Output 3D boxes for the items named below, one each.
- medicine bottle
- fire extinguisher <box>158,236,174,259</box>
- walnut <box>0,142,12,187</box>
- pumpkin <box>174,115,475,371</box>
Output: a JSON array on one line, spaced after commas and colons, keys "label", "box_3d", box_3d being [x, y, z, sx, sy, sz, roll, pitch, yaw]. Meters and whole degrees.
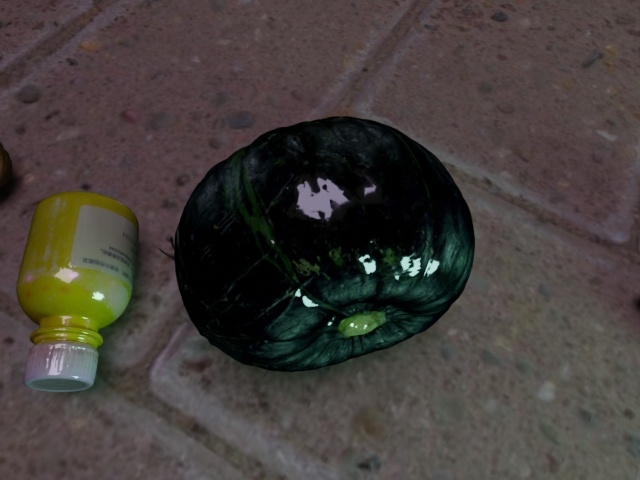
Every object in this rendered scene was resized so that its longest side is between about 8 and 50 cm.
[{"label": "medicine bottle", "box_3d": [-0.283, 0.060, 0.562, 0.121, 0.122, 0.213, -2, 61, -5]}, {"label": "fire extinguisher", "box_3d": [-0.139, -0.017, 0.662, 0.158, 0.043, 0.064, -44, 114, -23]}, {"label": "walnut", "box_3d": [-0.483, -0.108, 0.658, 0.124, 0.105, 0.105, 36, 64, 20]}, {"label": "pumpkin", "box_3d": [0.000, 0.000, 0.522, 0.314, 0.315, 0.239, -15, 64, -12]}]
